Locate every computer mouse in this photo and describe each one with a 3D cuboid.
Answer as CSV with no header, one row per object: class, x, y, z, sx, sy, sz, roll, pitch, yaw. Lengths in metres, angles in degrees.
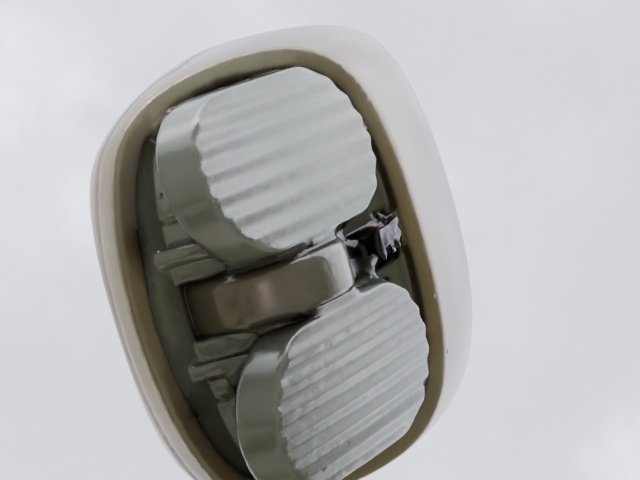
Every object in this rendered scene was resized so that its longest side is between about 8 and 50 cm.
computer mouse,0.000,0.000,0.585,0.082,0.236,0.145,-14,-85,15
